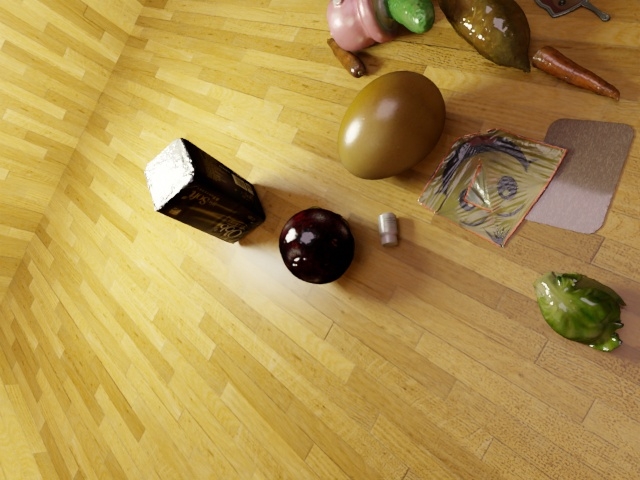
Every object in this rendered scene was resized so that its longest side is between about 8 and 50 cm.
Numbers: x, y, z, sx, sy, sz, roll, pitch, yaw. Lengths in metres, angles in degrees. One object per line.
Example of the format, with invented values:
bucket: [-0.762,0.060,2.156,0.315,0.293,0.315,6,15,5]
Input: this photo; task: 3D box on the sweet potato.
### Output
sweet potato: [0.446,-0.588,1.105,0.157,0.157,0.370,-36,58,21]

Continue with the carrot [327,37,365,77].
carrot: [0.084,-0.629,1.423,0.059,0.059,0.248,-42,53,17]

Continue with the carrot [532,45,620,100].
carrot: [0.618,-0.395,0.994,0.057,0.057,0.224,-49,58,12]

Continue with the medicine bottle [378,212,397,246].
medicine bottle: [0.191,-0.030,1.171,0.052,0.052,0.089,-14,68,30]

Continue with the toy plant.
toy plant: [0.197,-0.698,1.264,0.355,0.210,0.317,0,67,34]

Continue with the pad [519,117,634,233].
pad: [0.590,-0.156,0.968,0.176,0.002,0.267,19,87,37]

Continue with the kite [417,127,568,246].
kite: [0.429,-0.138,1.065,0.377,0.013,0.328,-15,68,30]

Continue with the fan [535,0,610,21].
fan: [0.653,-0.618,1.060,0.132,0.009,0.220,-38,58,20]

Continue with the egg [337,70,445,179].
egg: [0.186,-0.304,1.135,0.322,0.250,0.250,-44,56,29]

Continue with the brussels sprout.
brussels sprout: [0.532,0.142,0.866,0.181,0.100,0.139,38,115,19]

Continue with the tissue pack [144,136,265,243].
tissue pack: [-0.371,-0.156,1.403,0.198,0.370,0.210,-39,57,13]

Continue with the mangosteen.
mangosteen: [0.000,0.000,1.214,0.228,0.228,0.265,-9,30,32]
